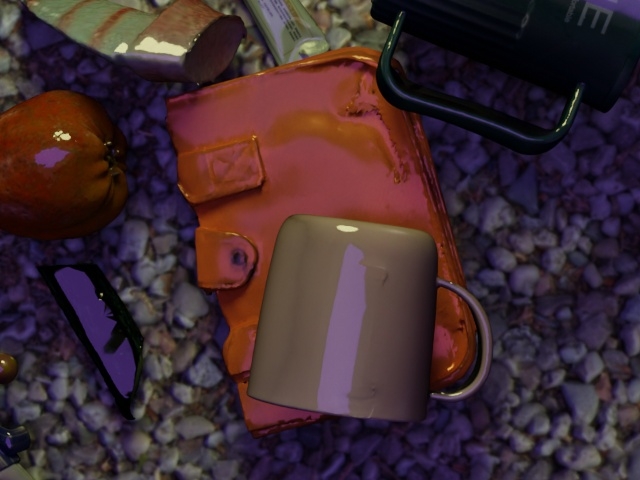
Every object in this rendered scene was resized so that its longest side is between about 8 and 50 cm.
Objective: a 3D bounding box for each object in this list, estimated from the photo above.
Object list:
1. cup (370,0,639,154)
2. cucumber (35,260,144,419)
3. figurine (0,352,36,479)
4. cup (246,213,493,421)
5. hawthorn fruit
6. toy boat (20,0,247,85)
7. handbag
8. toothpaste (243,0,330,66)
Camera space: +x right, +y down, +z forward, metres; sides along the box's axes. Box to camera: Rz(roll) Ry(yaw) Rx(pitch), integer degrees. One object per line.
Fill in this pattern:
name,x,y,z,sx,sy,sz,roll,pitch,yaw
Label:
cup,0.213,-0.277,1.721,0.292,0.242,0.308,21,107,0
cucumber,-0.258,0.107,1.851,0.070,0.046,0.220,-31,87,-5
figurine,-0.435,0.231,1.825,0.194,0.133,0.274,-12,102,15
cup,0.061,0.084,1.644,0.253,0.191,0.200,8,89,5
hawthorn fruit,-0.313,-0.082,1.795,0.189,0.189,0.189,0,89,4
toy boat,-0.247,-0.255,1.794,0.282,0.206,0.096,21,118,17
handbag,0.000,0.000,1.797,0.303,0.116,0.410,-15,88,4
toothpaste,-0.081,-0.317,1.845,0.067,0.037,0.255,-33,91,-3
